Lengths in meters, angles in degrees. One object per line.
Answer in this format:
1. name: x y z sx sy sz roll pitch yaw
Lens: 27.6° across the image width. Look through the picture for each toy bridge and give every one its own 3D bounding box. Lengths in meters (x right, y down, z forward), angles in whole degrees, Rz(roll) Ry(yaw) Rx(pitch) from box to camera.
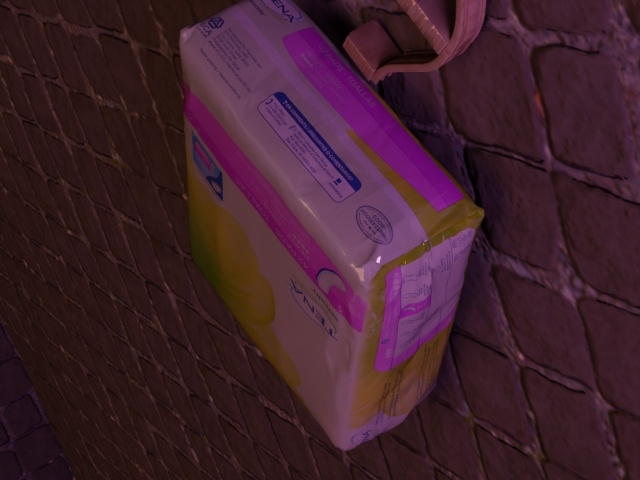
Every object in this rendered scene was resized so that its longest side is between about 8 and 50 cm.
1. toy bridge: 0.062 -0.135 0.736 0.063 0.026 0.188 55 157 7

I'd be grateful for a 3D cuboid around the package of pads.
1. package of pads: 0.000 0.000 0.923 0.229 0.101 0.296 51 159 22
